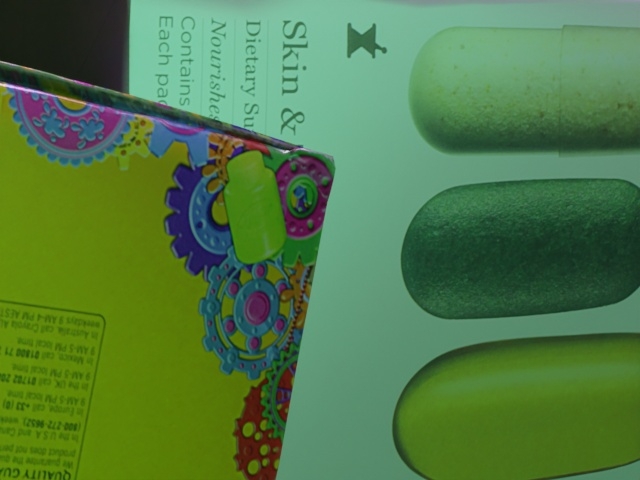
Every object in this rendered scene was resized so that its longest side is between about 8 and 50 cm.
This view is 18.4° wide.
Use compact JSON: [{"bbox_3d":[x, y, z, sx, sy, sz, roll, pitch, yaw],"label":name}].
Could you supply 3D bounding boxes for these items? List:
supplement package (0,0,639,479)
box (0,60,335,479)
[{"bbox_3d":[0.000,0.000,0.717,0.263,0.198,0.199,-3,100,-32],"label":"supplement package"},{"bbox_3d":[-0.205,0.025,0.486,0.290,0.279,0.177,11,90,-41],"label":"box"}]
